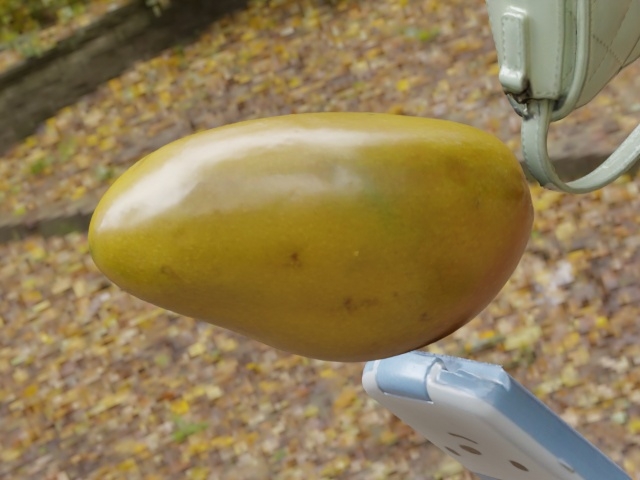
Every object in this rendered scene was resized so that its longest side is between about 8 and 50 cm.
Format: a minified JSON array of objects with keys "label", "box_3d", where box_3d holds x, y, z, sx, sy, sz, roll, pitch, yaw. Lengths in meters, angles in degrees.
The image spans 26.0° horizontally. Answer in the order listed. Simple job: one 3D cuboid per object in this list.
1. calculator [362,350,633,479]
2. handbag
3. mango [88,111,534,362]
[{"label":"calculator","box_3d":[0.118,0.127,0.906,0.121,0.210,0.039,7,63,51]},{"label":"handbag","box_3d":[0.175,-0.147,0.754,0.079,0.219,0.256,15,40,37]},{"label":"mango","box_3d":[0.000,0.000,0.745,0.253,0.138,0.113,-2,27,-24]}]
